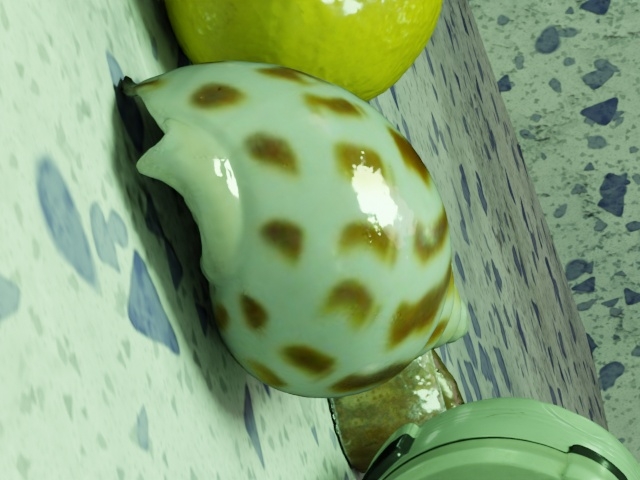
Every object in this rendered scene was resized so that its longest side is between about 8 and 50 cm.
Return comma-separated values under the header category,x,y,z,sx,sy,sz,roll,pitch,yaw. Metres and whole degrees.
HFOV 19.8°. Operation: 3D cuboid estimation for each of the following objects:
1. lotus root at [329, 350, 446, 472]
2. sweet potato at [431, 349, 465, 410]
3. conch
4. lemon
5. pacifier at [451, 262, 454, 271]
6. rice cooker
category,x,y,z,sx,sy,sz,roll,pitch,yaw
lotus root,0.049,0.109,1.364,0.112,0.081,0.122,28,47,-85
sweet potato,0.129,0.194,1.636,0.075,0.075,0.269,31,40,-74
conch,0.001,0.000,1.062,0.275,0.149,0.183,63,12,-52
lemon,-0.012,-0.172,1.165,0.244,0.187,0.187,-18,93,-74
pacifier,0.092,0.033,1.697,0.068,0.064,0.083,-128,-162,-71
rice cooker,0.116,0.220,1.190,0.244,0.226,0.226,-51,125,-78
